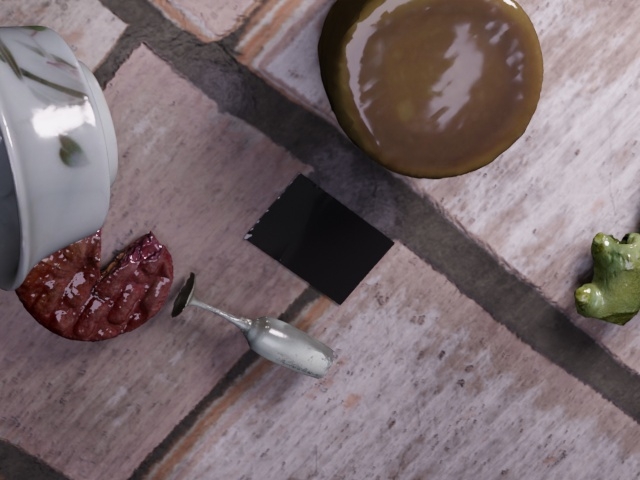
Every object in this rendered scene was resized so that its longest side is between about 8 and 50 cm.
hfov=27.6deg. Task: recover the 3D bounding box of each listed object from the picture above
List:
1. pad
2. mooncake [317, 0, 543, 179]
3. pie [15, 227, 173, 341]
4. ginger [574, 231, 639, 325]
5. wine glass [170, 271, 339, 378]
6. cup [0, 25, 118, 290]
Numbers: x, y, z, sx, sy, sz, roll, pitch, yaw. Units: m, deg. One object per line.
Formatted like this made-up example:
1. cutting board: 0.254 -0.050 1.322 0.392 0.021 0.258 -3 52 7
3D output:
1. pad: 0.000 0.000 1.892 0.190 0.004 0.127 36 104 -23
2. mooncake: 0.140 -0.232 1.721 0.284 0.155 0.284 -3 116 -7
3. pie: -0.321 0.046 1.825 0.204 0.054 0.219 -42 118 10
4. ginger: 0.485 0.007 1.946 0.137 0.089 0.290 39 107 -6
5. wine glass: -0.091 0.133 1.905 0.262 0.074 0.074 28 108 -22
6. cup: -0.357 -0.126 1.606 0.163 0.347 0.347 -18 120 -26
